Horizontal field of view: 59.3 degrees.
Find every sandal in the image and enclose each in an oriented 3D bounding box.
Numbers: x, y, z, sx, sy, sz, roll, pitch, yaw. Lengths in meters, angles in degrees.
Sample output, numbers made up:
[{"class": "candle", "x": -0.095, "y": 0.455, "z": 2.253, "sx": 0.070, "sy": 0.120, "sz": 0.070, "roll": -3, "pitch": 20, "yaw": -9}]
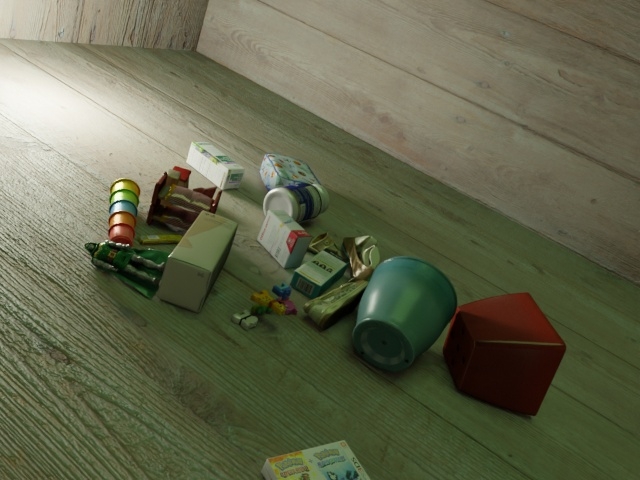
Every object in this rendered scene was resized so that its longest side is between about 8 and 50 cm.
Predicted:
[{"class": "sandal", "x": 0.000, "y": 0.003, "z": 2.030, "sx": 0.240, "sy": 0.079, "sz": 0.088, "roll": 18, "pitch": 26, "yaw": -10}]

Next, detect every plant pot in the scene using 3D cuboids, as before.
[{"class": "plant pot", "x": 0.224, "y": 0.224, "z": 1.604, "sx": 0.272, "sy": 0.271, "sz": 0.255, "roll": 28, "pitch": 40, "yaw": 11}, {"class": "plant pot", "x": 0.512, "y": 0.324, "z": 1.653, "sx": 0.236, "sy": 0.267, "sz": 0.267, "roll": 5, "pitch": 29, "yaw": -9}]

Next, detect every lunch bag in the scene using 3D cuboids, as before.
[{"class": "lunch bag", "x": -0.124, "y": -0.263, "z": 2.409, "sx": 0.243, "sy": 0.114, "sz": 0.303, "roll": 13, "pitch": 26, "yaw": -24}]

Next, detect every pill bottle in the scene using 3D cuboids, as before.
[{"class": "pill bottle", "x": -0.084, "y": -0.141, "z": 2.156, "sx": 0.153, "sy": 0.153, "sz": 0.265, "roll": 34, "pitch": 27, "yaw": 22}]

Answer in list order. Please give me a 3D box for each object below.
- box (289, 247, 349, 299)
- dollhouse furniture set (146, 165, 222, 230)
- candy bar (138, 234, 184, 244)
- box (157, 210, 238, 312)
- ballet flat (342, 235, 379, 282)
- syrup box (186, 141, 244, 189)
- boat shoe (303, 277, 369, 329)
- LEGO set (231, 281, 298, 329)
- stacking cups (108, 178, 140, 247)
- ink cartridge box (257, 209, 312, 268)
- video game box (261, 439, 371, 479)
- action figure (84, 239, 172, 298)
[{"class": "box", "x": 0.001, "y": 0.106, "z": 1.854, "sx": 0.101, "sy": 0.060, "sz": 0.244, "roll": 30, "pitch": 27, "yaw": 14}, {"class": "dollhouse furniture set", "x": -0.441, "y": -0.165, "z": 1.912, "sx": 0.201, "sy": 0.152, "sz": 0.374, "roll": 18, "pitch": 26, "yaw": -11}, {"class": "candy bar", "x": -0.482, "y": -0.004, "z": 1.725, "sx": 0.162, "sy": 0.018, "sz": 0.040, "roll": -3, "pitch": 32, "yaw": -41}, {"class": "box", "x": -0.339, "y": 0.051, "z": 1.593, "sx": 0.121, "sy": 0.147, "sz": 0.311, "roll": 21, "pitch": 24, "yaw": -4}, {"class": "ballet flat", "x": 0.155, "y": 0.055, "z": 1.994, "sx": 0.116, "sy": 0.124, "sz": 0.342, "roll": 34, "pitch": 21, "yaw": -17}, {"class": "syrup box", "x": -0.422, "y": -0.301, "z": 2.256, "sx": 0.237, "sy": 0.096, "sz": 0.093, "roll": 36, "pitch": 28, "yaw": 27}, {"class": "boat shoe", "x": 0.059, "y": 0.175, "z": 1.720, "sx": 0.089, "sy": 0.104, "sz": 0.285, "roll": 36, "pitch": 29, "yaw": 19}, {"class": "LEGO set", "x": -0.128, "y": 0.186, "z": 1.568, "sx": 0.093, "sy": 0.087, "sz": 0.227, "roll": 36, "pitch": 30, "yaw": 26}, {"class": "stacking cups", "x": -0.599, "y": -0.068, "z": 1.696, "sx": 0.096, "sy": 0.096, "sz": 0.316, "roll": 11, "pitch": 33, "yaw": -23}, {"class": "ink cartridge box", "x": -0.123, "y": -0.008, "z": 1.895, "sx": 0.072, "sy": 0.127, "sz": 0.175, "roll": -2, "pitch": 35, "yaw": -43}, {"class": "video game box", "x": 0.012, "y": 0.502, "z": 1.122, "sx": 0.205, "sy": 0.048, "sz": 0.187, "roll": 1, "pitch": 30, "yaw": -37}, {"class": "action figure", "x": -0.528, "y": 0.053, "z": 1.501, "sx": 0.232, "sy": 0.063, "sz": 0.137, "roll": 19, "pitch": 65, "yaw": 9}]
